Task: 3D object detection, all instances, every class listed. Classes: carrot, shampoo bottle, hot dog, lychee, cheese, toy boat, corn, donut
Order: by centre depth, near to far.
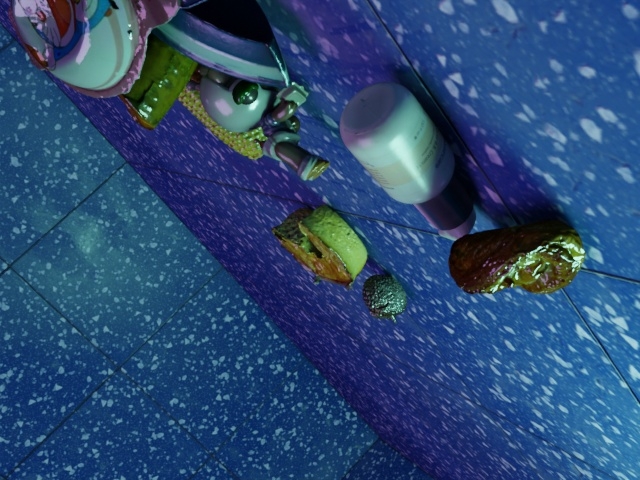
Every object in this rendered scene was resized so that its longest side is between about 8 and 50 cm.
[{"bbox_3d":[0.176,0.017,0.695,0.147,0.099,0.065,172,99,-73],"label":"hot dog"},{"bbox_3d":[0.093,-0.064,0.713,0.074,0.074,0.192,30,169,49],"label":"shampoo bottle"},{"bbox_3d":[-0.216,-0.238,0.749,0.286,0.074,0.188,-9,112,38],"label":"cheese"},{"bbox_3d":[-0.140,-0.259,0.791,0.299,0.096,0.061,40,158,13],"label":"toy boat"},{"bbox_3d":[-0.175,-0.212,0.856,0.082,0.173,0.082,27,165,8],"label":"carrot"},{"bbox_3d":[-0.152,-0.211,0.979,0.260,0.091,0.091,45,165,-20],"label":"corn"},{"bbox_3d":[0.099,0.090,1.184,0.083,0.068,0.067,65,165,-5],"label":"lychee"},{"bbox_3d":[0.009,0.008,1.205,0.146,0.078,0.181,46,161,-11],"label":"donut"}]

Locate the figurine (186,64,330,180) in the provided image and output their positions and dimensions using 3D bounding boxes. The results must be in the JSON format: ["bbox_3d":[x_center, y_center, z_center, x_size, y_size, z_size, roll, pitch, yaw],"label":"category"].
[{"bbox_3d":[-0.065,-0.154,0.896,0.197,0.093,0.147,35,-172,8],"label":"figurine"}]
